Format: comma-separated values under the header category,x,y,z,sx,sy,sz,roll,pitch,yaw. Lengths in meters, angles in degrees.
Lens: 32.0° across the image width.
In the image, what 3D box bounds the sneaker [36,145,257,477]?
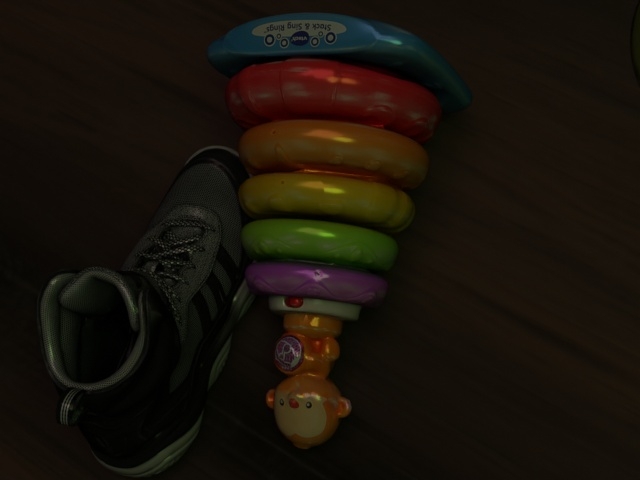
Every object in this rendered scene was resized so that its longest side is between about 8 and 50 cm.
category,x,y,z,sx,sy,sz,roll,pitch,yaw
sneaker,-0.116,0.029,0.809,0.101,0.153,0.268,10,69,18

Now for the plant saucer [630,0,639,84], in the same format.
category,x,y,z,sx,sy,sz,roll,pitch,yaw
plant saucer,0.361,-0.165,0.847,0.241,0.037,0.241,-5,64,11

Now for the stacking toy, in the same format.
category,x,y,z,sx,sy,sz,roll,pitch,yaw
stacking toy,0.000,0.000,0.816,0.175,0.166,0.302,3,81,25
